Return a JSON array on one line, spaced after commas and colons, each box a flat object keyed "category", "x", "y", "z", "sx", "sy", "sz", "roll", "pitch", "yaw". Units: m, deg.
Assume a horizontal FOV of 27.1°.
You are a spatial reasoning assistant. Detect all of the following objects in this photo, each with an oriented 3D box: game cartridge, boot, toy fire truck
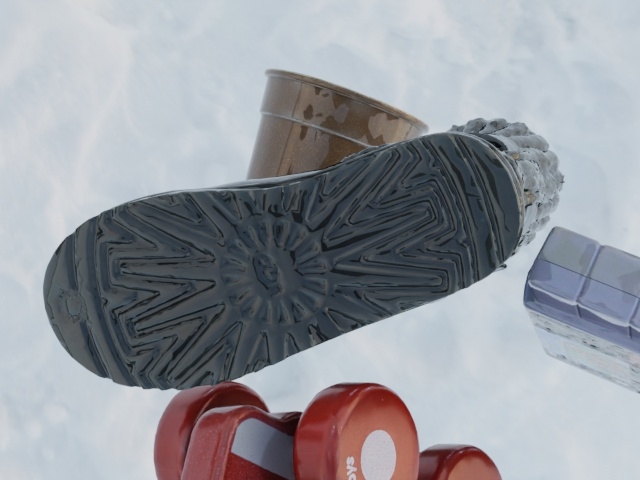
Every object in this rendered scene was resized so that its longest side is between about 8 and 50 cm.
[{"category": "game cartridge", "x": 0.275, "y": 0.089, "z": 1.014, "sx": 0.230, "sy": 0.355, "sz": 0.068, "roll": 18, "pitch": 81, "yaw": 17}, {"category": "boot", "x": 0.002, "y": 0.004, "z": 0.962, "sx": 0.348, "sy": 0.260, "sz": 0.131, "roll": -12, "pitch": 95, "yaw": 14}, {"category": "toy fire truck", "x": -0.005, "y": 0.245, "z": 0.934, "sx": 0.302, "sy": 0.169, "sz": 0.254, "roll": 37, "pitch": 60, "yaw": -43}]

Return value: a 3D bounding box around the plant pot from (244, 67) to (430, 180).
[{"category": "plant pot", "x": -0.001, "y": -0.058, "z": 1.265, "sx": 0.167, "sy": 0.167, "sz": 0.165, "roll": 19, "pitch": 90, "yaw": -22}]
